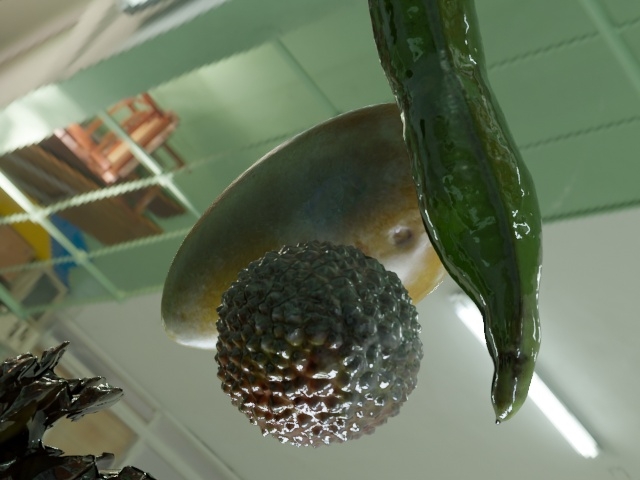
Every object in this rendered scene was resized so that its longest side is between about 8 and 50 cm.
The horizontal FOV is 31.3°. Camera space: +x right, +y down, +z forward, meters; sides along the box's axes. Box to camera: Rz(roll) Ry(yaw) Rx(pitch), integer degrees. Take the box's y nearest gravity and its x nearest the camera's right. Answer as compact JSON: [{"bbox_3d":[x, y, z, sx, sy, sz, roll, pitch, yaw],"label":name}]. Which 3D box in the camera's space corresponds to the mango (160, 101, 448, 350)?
[{"bbox_3d":[0.000,0.000,1.190,0.384,0.199,0.221,-32,-113,16],"label":"mango"}]

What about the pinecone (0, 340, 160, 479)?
[{"bbox_3d":[-0.213,0.204,0.680,0.298,0.242,0.295,-35,-121,8],"label":"pinecone"}]

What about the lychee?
[{"bbox_3d":[-0.002,0.080,0.886,0.165,0.165,0.197,-49,172,-16],"label":"lychee"}]

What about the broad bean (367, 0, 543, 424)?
[{"bbox_3d":[0.070,-0.070,0.610,0.061,0.338,0.077,-10,160,-8],"label":"broad bean"}]
